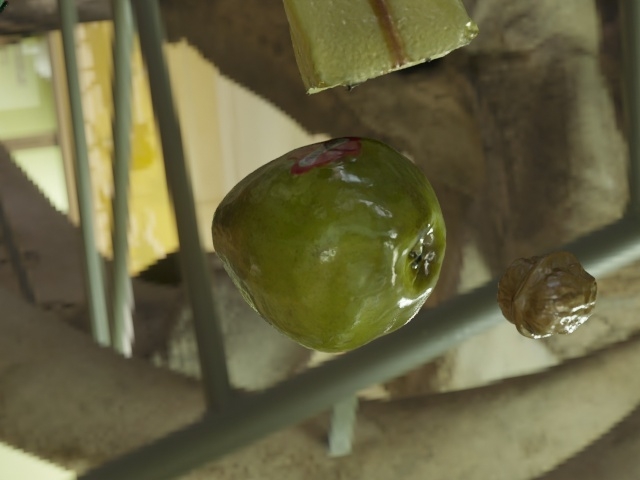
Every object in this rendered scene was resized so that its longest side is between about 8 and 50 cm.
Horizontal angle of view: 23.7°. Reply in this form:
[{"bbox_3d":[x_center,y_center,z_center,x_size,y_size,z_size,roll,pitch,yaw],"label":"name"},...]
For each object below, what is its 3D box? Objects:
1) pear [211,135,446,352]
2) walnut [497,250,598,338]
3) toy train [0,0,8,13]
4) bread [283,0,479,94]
[{"bbox_3d":[0.000,0.000,2.034,0.375,0.287,0.287,1,-80,40],"label":"pear"},{"bbox_3d":[0.204,0.048,1.378,0.079,0.096,0.083,24,-66,41],"label":"walnut"},{"bbox_3d":[-0.403,-0.308,1.742,0.105,0.071,0.178,77,33,-50],"label":"toy train"},{"bbox_3d":[0.098,-0.286,2.337,0.236,0.263,0.198,81,-7,-64],"label":"bread"}]
